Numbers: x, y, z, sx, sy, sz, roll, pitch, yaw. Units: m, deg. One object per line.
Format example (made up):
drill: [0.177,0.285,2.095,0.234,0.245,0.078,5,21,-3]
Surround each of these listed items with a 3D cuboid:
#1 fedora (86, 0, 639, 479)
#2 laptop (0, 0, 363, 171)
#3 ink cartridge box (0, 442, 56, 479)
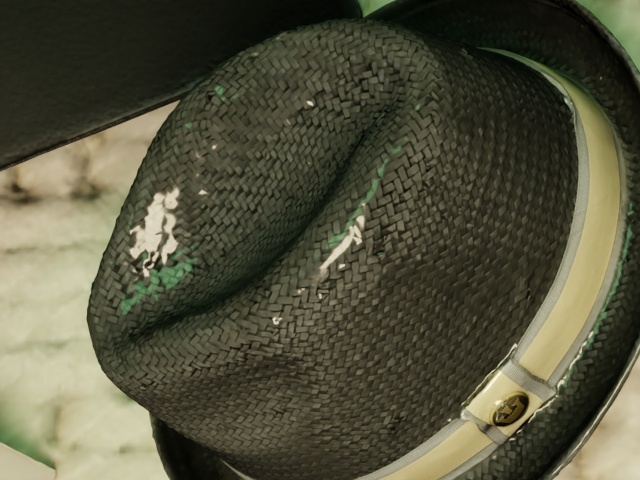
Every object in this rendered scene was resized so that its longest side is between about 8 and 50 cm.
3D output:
fedora: [0.000,0.000,0.918,0.334,0.152,0.334,-16,62,34]
laptop: [-0.259,-0.207,1.126,0.408,0.236,0.382,-24,90,40]
ink cartridge box: [-0.239,0.138,1.035,0.143,0.090,0.092,15,76,25]
